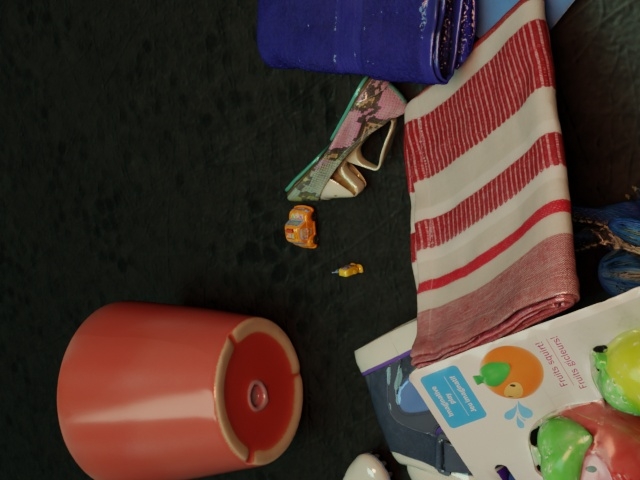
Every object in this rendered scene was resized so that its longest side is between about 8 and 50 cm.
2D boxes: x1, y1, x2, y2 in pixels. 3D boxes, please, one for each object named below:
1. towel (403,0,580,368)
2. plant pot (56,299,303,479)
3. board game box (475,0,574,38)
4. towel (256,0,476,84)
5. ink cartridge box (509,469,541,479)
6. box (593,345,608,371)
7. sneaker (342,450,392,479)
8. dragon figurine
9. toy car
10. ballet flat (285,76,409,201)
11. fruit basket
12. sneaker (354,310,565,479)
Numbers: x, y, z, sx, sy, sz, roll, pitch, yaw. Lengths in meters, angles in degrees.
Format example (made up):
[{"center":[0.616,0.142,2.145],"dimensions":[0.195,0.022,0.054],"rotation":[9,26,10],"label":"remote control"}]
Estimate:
[{"center":[0.158,-0.054,1.057],"dimensions":[0.237,0.037,0.329],"rotation":[-40,44,53],"label":"towel"},{"center":[-0.175,0.208,1.449],"dimensions":[0.243,0.275,0.275],"rotation":[-6,100,33],"label":"plant pot"},{"center":[0.207,-0.275,1.082],"dimensions":[0.133,0.033,0.168],"rotation":[50,137,13],"label":"board game box"},{"center":[0.047,-0.294,1.176],"dimensions":[0.308,0.076,0.227],"rotation":[15,106,48],"label":"towel"},{"center":[0.244,0.433,1.260],"dimensions":[0.304,0.072,0.307],"rotation":[-20,92,45],"label":"ink cartridge box"},{"center":[0.308,0.154,1.091],"dimensions":[0.102,0.087,0.101],"rotation":[50,131,18],"label":"box"},{"center":[0.030,0.378,1.425],"dimensions":[0.085,0.086,0.237],"rotation":[43,127,26],"label":"sneaker"},{"center":[0.314,0.012,0.999],"dimensions":[0.289,0.144,0.085],"rotation":[25,120,35],"label":"dragon figurine"},{"center":[0.000,0.000,1.356],"dimensions":[0.122,0.040,0.060],"rotation":[28,121,34],"label":"toy car"},{"center":[0.034,-0.102,1.277],"dimensions":[0.079,0.077,0.221],"rotation":[40,129,2],"label":"ballet flat"},{"center":[0.306,0.188,0.940],"dimensions":[0.353,0.165,0.327],"rotation":[-26,110,20],"label":"fruit basket"},{"center":[0.193,0.177,1.178],"dimensions":[0.323,0.130,0.236],"rotation":[-29,85,44],"label":"sneaker"}]
